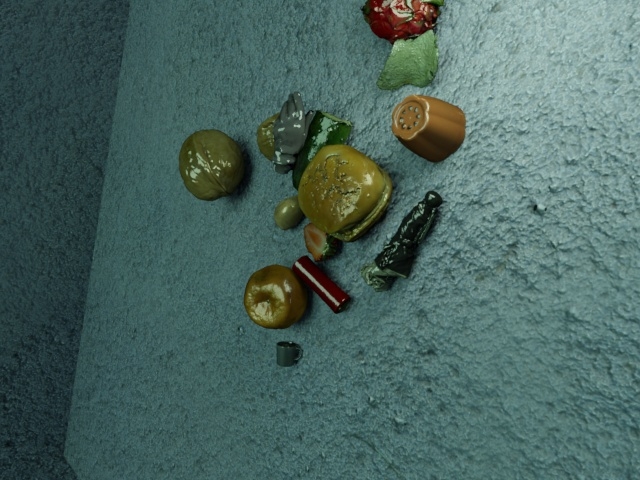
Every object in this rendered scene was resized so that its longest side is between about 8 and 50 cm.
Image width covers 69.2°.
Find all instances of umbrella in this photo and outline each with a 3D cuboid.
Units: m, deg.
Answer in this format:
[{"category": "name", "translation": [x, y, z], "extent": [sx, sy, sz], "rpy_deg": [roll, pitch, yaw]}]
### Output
[{"category": "umbrella", "translation": [0.254, 0.008, 1.410], "extent": [0.358, 0.113, 0.106], "rpy_deg": [-57, 30, 22]}]

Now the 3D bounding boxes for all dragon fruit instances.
[{"category": "dragon fruit", "translation": [0.235, -0.709, 1.442], "extent": [0.292, 0.233, 0.234], "rpy_deg": [0, 86, 48]}]

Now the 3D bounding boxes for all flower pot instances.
[{"category": "flower pot", "translation": [0.306, -0.340, 1.359], "extent": [0.190, 0.173, 0.191], "rpy_deg": [-6, 81, 40]}]

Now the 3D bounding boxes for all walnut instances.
[{"category": "walnut", "translation": [-0.471, -0.324, 2.018], "extent": [0.313, 0.276, 0.252], "rpy_deg": [61, 155, 23]}, {"category": "walnut", "translation": [-0.135, -0.393, 1.765], "extent": [0.213, 0.213, 0.214], "rpy_deg": [-6, 82, 42]}]

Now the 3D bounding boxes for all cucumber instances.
[{"category": "cucumber", "translation": [-0.013, -0.300, 1.675], "extent": [0.326, 0.145, 0.105], "rpy_deg": [-62, 20, 23]}]

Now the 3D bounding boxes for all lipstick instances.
[{"category": "lipstick", "translation": [0.002, 0.152, 1.622], "extent": [0.241, 0.080, 0.080], "rpy_deg": [42, 114, 24]}]

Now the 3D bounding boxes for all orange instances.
[{"category": "orange", "translation": [-0.158, 0.202, 1.727], "extent": [0.248, 0.183, 0.249], "rpy_deg": [2, 95, 26]}]

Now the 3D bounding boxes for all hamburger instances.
[{"category": "hamburger", "translation": [0.074, -0.158, 1.531], "extent": [0.304, 0.174, 0.284], "rpy_deg": [43, 105, 37]}]

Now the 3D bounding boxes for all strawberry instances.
[{"category": "strawberry", "translation": [0.000, 0.000, 1.669], "extent": [0.187, 0.082, 0.147], "rpy_deg": [41, 115, 45]}]

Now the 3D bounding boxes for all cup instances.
[{"category": "cup", "translation": [-0.118, 0.428, 1.743], "extent": [0.100, 0.078, 0.077], "rpy_deg": [4, 94, 12]}]

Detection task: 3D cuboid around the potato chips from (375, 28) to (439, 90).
[{"category": "potato chips", "translation": [0.270, -0.537, 1.429], "extent": [0.228, 0.167, 0.059], "rpy_deg": [-1, 44, 39]}]

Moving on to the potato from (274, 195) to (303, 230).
[{"category": "potato", "translation": [-0.119, -0.109, 1.776], "extent": [0.147, 0.112, 0.112], "rpy_deg": [-46, 57, 26]}]

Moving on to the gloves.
[{"category": "gloves", "translation": [-0.101, -0.372, 1.616], "extent": [0.119, 0.142, 0.286], "rpy_deg": [-148, 62, -70]}]
